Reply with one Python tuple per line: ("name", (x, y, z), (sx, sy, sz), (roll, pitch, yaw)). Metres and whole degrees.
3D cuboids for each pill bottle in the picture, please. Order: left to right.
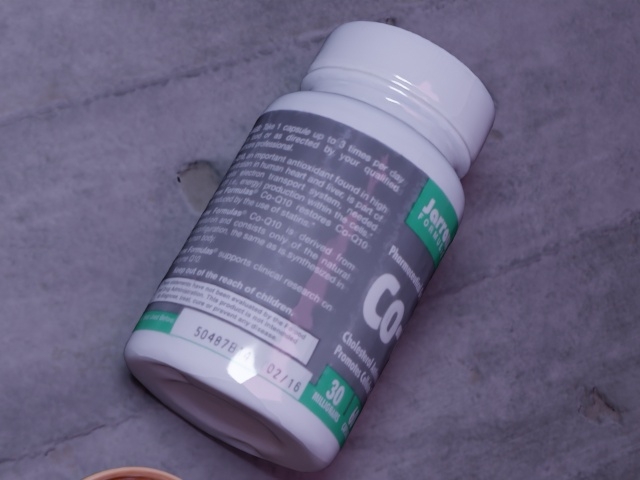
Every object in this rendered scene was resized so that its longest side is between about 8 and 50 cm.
("pill bottle", (0.000, 0.000, 1.432), (0.204, 0.204, 0.361), (36, 70, -21))

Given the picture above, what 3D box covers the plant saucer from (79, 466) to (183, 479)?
("plant saucer", (-0.169, 0.294, 1.409), (0.200, 0.037, 0.200), (2, 85, -28))
